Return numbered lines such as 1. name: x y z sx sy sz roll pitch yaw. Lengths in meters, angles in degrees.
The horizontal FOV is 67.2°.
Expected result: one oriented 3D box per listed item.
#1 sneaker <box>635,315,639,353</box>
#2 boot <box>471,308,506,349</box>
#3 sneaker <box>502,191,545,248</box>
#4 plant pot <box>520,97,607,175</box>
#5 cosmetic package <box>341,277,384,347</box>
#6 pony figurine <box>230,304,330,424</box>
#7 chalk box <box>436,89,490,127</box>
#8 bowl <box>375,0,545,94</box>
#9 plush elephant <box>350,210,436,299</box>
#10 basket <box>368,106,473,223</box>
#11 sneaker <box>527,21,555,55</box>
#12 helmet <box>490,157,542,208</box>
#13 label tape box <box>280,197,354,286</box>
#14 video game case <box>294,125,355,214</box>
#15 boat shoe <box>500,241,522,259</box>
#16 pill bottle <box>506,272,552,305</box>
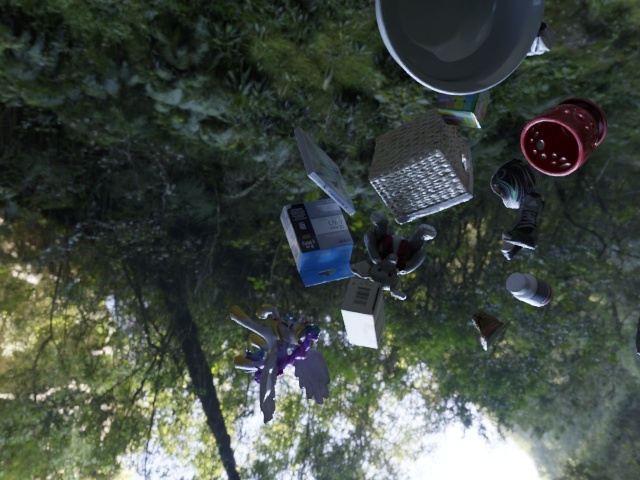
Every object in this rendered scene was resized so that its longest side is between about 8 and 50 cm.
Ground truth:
1. sneaker: 1.013 0.295 1.402 0.146 0.122 0.330 4 -170 24
2. boot: 0.585 0.309 1.718 0.115 0.112 0.305 39 -171 21
3. sneaker: 0.526 -0.059 1.234 0.086 0.132 0.229 17 -166 17
4. plant pot: 0.717 -0.312 1.415 0.174 0.191 0.191 -38 -126 -25
5. cosmetic package: 0.177 0.294 1.921 0.129 0.296 0.153 8 -123 16
6. pony figurine: -0.142 0.381 1.600 0.363 0.351 0.303 2 -173 43
7. chalk box: 0.488 -0.486 1.659 0.132 0.132 0.213 16 -178 29
8. bowl: 0.209 -0.396 0.808 0.298 0.297 0.134 8 -168 -19
9. plush elephant: 0.276 0.084 1.945 0.272 0.330 0.255 22 -143 3
10. basket: 0.395 -0.297 1.911 0.266 0.331 0.328 46 -141 -29
11. sneaker: 0.571 -0.642 1.432 0.235 0.094 0.153 42 157 -22
12. helmet: 0.743 -0.207 1.807 0.169 0.169 0.161 -6 -129 -40
13. label tape box: 0.000 0.000 2.071 0.249 0.115 0.347 -11 -114 -24
14. video game case: 0.018 -0.294 2.019 0.300 0.036 0.329 39 -156 -41
15. boat shoe: 0.870 0.006 2.124 0.206 0.065 0.075 -40 -157 -25
16. pill bottle: 0.819 0.188 1.898 0.180 0.108 0.108 21 -160 -34
